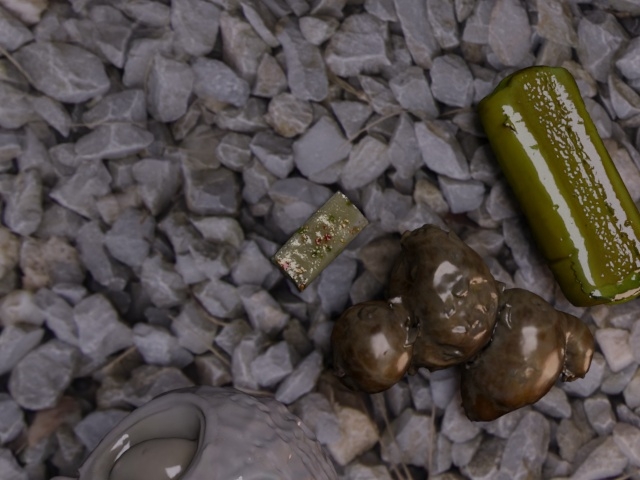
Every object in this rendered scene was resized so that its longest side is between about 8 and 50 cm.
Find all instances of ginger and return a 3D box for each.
[{"bbox_3d":[0.209,0.130,1.659,0.375,0.176,0.256,19,90,-15],"label":"ginger"}]

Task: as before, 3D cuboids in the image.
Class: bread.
[{"bbox_3d":[0.367,-0.077,1.781,0.166,0.112,0.383,-24,86,-18],"label":"bread"},{"bbox_3d":[0.000,0.000,1.688,0.068,0.028,0.153,46,67,-2],"label":"bread"}]

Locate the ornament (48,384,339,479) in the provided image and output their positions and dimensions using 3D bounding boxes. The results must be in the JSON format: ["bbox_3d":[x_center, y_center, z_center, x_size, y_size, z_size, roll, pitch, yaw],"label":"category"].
[{"bbox_3d":[-0.130,0.344,1.410,0.337,0.337,0.336,4,76,-17],"label":"ornament"}]
